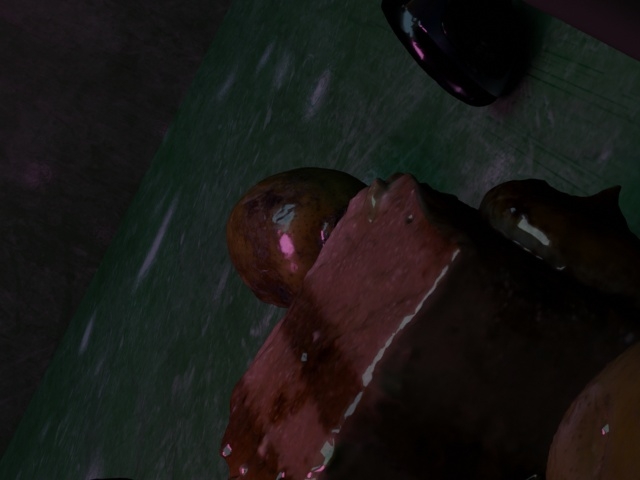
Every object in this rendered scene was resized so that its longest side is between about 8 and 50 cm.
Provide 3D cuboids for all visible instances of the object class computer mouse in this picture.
[{"bbox_3d":[0.127,-0.223,1.108,0.096,0.137,0.233,-37,33,20],"label":"computer mouse"}]

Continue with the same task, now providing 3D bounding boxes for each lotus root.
[{"bbox_3d":[0.001,-0.002,1.143,0.278,0.154,0.154,5,71,67],"label":"lotus root"}]

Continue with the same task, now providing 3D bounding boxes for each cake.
[{"bbox_3d":[0.088,0.076,0.746,0.293,0.198,0.196,-60,16,10],"label":"cake"}]

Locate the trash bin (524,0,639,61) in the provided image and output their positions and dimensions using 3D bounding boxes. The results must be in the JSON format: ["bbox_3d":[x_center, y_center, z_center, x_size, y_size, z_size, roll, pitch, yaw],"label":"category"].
[{"bbox_3d":[0.201,-0.171,0.509,0.223,0.343,0.158,-56,19,22],"label":"trash bin"}]

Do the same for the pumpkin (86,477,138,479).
[{"bbox_3d":[-0.153,0.326,0.994,0.296,0.295,0.296,-53,22,32],"label":"pumpkin"}]

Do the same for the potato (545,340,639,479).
[{"bbox_3d":[0.194,0.108,0.474,0.251,0.159,0.174,-25,66,50],"label":"potato"}]
